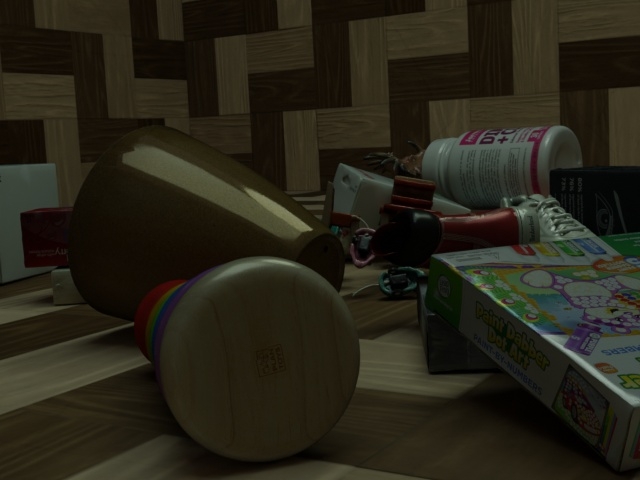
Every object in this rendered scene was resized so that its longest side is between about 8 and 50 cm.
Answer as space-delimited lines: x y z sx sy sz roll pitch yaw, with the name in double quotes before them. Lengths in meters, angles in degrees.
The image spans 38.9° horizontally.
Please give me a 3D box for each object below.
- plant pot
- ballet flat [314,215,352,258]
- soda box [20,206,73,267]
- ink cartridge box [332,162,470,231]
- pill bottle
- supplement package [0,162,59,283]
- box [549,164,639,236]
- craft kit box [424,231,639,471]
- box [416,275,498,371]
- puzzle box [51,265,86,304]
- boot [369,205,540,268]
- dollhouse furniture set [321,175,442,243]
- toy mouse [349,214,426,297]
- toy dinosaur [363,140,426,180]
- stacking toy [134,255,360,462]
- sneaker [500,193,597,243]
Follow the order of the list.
"plant pot" -0.110 0.011 1.021 0.254 0.237 0.237 18 17 31
"ballet flat" 0.000 0.000 1.666 0.077 0.091 0.241 28 -5 -28
"soda box" -0.298 -0.012 1.336 0.263 0.083 0.092 -4 6 -1
"ink cartridge box" 0.133 -0.057 1.610 0.212 0.093 0.154 17 9 -19
"pill bottle" 0.351 -0.139 1.776 0.283 0.160 0.160 2 8 41
"supplement package" -0.630 -0.032 1.610 0.263 0.198 0.199 -1 6 15
"box" 0.455 -0.035 1.363 0.108 0.153 0.207 -7 9 -32
"craft kit box" 0.249 0.068 0.705 0.250 0.061 0.246 -6 27 -24
"box" 0.193 0.076 0.920 0.183 0.056 0.231 -3 6 4
"puzzle box" -0.193 0.041 1.428 0.409 0.052 0.272 -3 6 -6
"boot" 0.137 0.015 1.086 0.176 0.088 0.244 0 -16 -7
"dollhouse furniture set" 0.136 -0.039 1.385 0.262 0.135 0.259 10 0 3
"toy mouse" 0.088 0.032 1.225 0.161 0.143 0.031 32 -24 19
"toy dinosaur" 0.116 -0.094 1.814 0.127 0.200 0.296 1 8 32
"stacking toy" -0.092 0.077 0.753 0.141 0.141 0.330 -5 3 -21
"sneaker" 0.333 -0.005 1.323 0.110 0.118 0.292 -3 8 -17
